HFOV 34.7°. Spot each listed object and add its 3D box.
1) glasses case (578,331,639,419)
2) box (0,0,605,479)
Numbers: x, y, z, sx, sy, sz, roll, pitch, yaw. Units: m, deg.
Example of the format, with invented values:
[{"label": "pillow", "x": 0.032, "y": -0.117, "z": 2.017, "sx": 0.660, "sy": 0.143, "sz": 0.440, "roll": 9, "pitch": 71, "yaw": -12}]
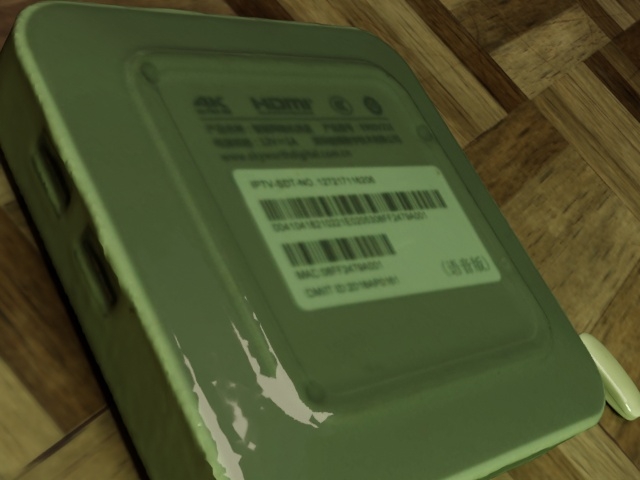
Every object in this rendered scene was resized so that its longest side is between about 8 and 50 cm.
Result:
[{"label": "glasses case", "x": 0.242, "y": 0.114, "z": 0.864, "sx": 0.083, "sy": 0.021, "sz": 0.032, "roll": 53, "pitch": 37, "yaw": 10}, {"label": "box", "x": 0.000, "y": 0.000, "z": 0.687, "sx": 0.367, "sy": 0.090, "sz": 0.373, "roll": -7, "pitch": 62, "yaw": -47}]
